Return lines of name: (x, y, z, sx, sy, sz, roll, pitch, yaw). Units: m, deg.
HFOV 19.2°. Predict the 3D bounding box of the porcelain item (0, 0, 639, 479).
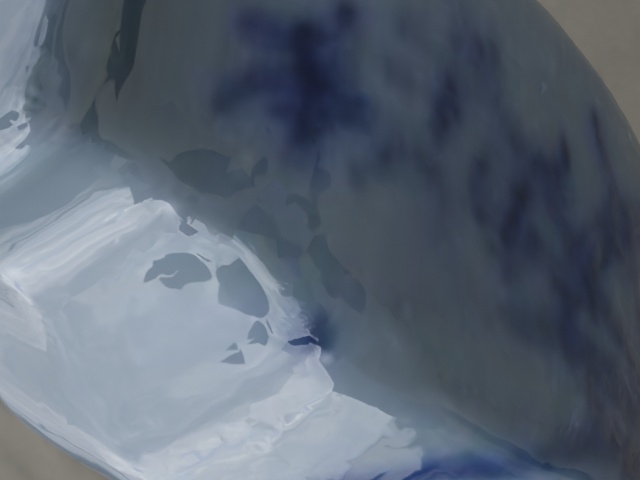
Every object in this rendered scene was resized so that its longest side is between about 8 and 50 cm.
porcelain item: (0.000, 0.000, 0.715, 0.178, 0.405, 0.243, -10, 58, 38)
